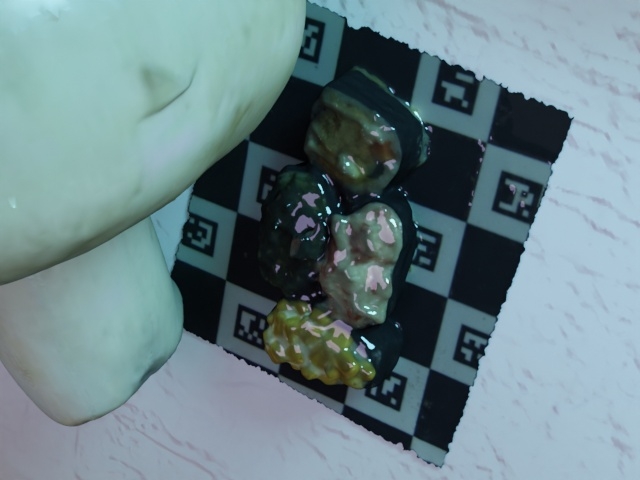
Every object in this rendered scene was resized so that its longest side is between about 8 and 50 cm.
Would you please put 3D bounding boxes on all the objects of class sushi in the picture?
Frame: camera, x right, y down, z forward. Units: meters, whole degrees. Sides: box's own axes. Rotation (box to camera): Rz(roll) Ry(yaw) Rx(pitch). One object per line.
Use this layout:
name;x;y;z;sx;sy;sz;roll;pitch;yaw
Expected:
sushi;0.000;0.000;0.617;0.192;0.050;0.215;27;118;20

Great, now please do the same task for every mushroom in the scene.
mushroom;-0.137;-0.060;0.566;0.314;0.314;0.336;10;137;27
